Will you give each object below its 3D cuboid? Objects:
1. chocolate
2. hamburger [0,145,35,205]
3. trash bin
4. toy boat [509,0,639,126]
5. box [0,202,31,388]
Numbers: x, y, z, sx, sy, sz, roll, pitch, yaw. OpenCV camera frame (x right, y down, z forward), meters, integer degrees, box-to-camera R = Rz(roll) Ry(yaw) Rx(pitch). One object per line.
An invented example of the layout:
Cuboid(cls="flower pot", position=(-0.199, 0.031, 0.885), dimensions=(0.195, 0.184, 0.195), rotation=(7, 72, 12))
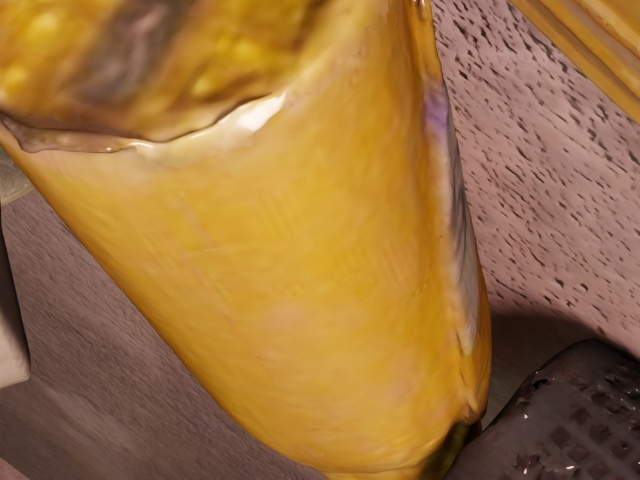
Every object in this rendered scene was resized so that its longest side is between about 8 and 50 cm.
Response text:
Cuboid(cls="chocolate", position=(0.000, 0.000, 0.765), dimensions=(0.162, 0.162, 0.445), rotation=(28, 163, 27))
Cuboid(cls="hamburger", position=(-0.212, -0.065, 1.078), dimensions=(0.121, 0.084, 0.054), rotation=(46, 159, -28))
Cuboid(cls="trash bin", position=(0.136, 0.139, 0.806), dimensions=(0.161, 0.175, 0.175), rotation=(42, 164, 19))
Cuboid(cls="toy boat", position=(0.067, -0.101, 0.458), dimensions=(0.310, 0.089, 0.115), rotation=(39, 179, -8))
Cuboid(cls="box", position=(-0.218, -0.149, 0.652), dimensions=(0.373, 0.090, 0.367), rotation=(82, 163, -65))
